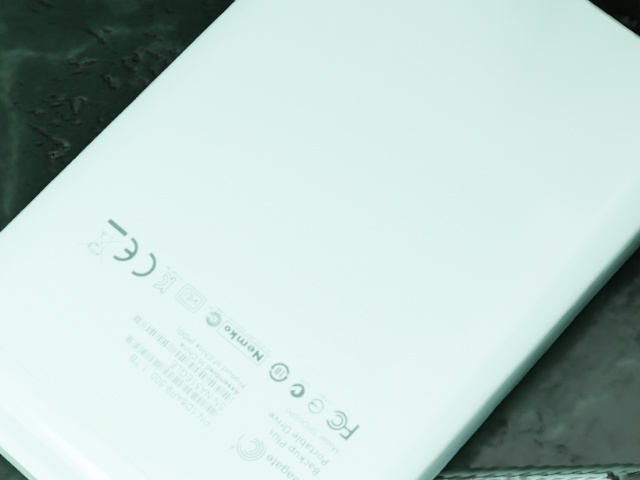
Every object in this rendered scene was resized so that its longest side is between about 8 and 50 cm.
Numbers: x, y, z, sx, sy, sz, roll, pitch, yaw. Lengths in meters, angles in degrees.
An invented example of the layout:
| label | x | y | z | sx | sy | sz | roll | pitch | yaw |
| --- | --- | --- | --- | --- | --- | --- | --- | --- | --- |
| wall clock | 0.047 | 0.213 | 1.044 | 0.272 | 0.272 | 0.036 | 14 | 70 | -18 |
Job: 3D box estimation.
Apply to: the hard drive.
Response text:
| label | x | y | z | sx | sy | sz | roll | pitch | yaw |
| --- | --- | --- | --- | --- | --- | --- | --- | --- | --- |
| hard drive | 0.000 | 0.000 | 0.934 | 0.233 | 0.047 | 0.353 | 38 | 74 | 18 |
